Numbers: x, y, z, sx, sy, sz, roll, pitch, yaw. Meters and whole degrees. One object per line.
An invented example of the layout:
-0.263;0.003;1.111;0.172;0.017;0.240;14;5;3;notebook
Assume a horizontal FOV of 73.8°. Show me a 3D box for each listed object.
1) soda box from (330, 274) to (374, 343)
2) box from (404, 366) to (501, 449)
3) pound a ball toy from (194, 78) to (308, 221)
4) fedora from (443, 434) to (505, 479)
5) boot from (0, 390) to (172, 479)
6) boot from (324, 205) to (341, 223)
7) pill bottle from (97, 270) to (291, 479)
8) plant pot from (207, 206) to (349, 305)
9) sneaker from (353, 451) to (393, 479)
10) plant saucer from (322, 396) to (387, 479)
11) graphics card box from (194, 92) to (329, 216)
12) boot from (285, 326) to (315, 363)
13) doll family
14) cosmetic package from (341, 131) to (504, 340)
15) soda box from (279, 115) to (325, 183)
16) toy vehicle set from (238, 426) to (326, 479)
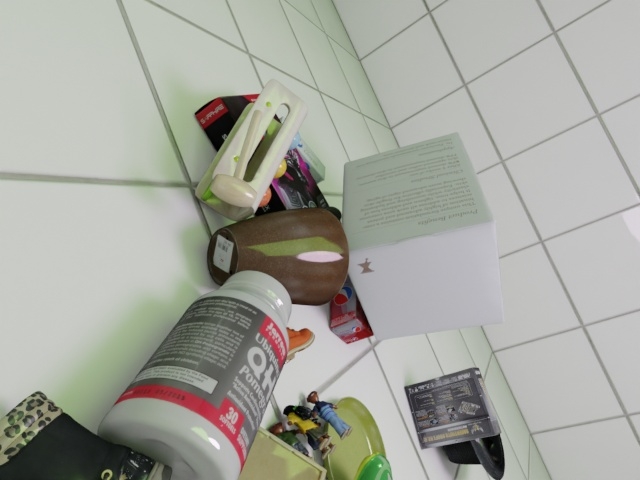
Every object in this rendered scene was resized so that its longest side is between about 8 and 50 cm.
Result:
0.085;0.146;1.184;0.092;0.083;0.263;47;31;-35;soda box
0.379;0.490;1.244;0.056;0.231;0.183;20;49;-50;box
-0.118;-0.167;0.850;0.135;0.208;0.319;34;64;-23;pound a ball toy
0.472;0.615;1.390;0.334;0.152;0.334;47;28;-35;fedora
-0.282;0.284;0.399;0.178;0.085;0.236;38;56;-4;boot
0.001;0.002;1.135;0.076;0.190;0.208;35;-7;0;boot
-0.147;0.183;0.619;0.176;0.176;0.319;54;28;-18;pill bottle
-0.098;0.031;0.851;0.230;0.215;0.216;2;63;-44;plant pot
0.132;0.548;0.792;0.109;0.123;0.296;0;81;-48;sneaker
0.071;0.466;0.922;0.241;0.037;0.241;41;34;-36;plant saucer
-0.130;-0.188;1.083;0.371;0.094;0.233;61;26;-8;graphics card box
-0.069;0.200;0.888;0.085;0.059;0.158;62;27;7;boot
-0.019;0.349;0.811;0.111;0.076;0.193;31;1;31;doll family
0.253;-0.013;1.105;0.394;0.329;0.328;-84;157;-49;cosmetic package
-0.074;-0.259;1.276;0.216;0.069;0.074;47;30;-32;soda box
-0.100;0.398;0.592;0.166;0.035;0.267;34;29;0;toy vehicle set
